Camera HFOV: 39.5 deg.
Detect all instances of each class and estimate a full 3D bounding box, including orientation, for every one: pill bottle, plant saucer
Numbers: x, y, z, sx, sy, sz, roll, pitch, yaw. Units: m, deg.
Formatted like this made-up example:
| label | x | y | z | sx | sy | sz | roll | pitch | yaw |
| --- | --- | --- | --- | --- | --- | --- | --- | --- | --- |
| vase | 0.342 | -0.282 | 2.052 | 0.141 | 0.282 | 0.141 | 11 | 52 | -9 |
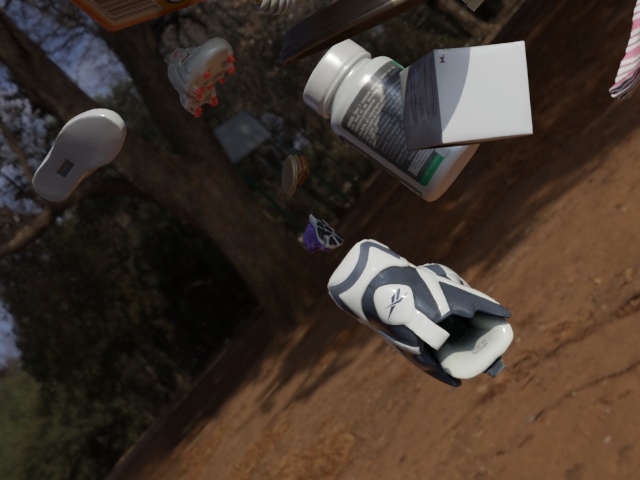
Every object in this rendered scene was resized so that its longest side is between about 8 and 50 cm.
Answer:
| label | x | y | z | sx | sy | sz | roll | pitch | yaw |
| --- | --- | --- | --- | --- | --- | --- | --- | --- | --- |
| pill bottle | 0.153 | -0.263 | 1.912 | 0.204 | 0.361 | 0.204 | -50 | -11 | -13 |
| plant saucer | 0.064 | -0.309 | 1.195 | 0.278 | 0.041 | 0.278 | -25 | 8 | 4 |

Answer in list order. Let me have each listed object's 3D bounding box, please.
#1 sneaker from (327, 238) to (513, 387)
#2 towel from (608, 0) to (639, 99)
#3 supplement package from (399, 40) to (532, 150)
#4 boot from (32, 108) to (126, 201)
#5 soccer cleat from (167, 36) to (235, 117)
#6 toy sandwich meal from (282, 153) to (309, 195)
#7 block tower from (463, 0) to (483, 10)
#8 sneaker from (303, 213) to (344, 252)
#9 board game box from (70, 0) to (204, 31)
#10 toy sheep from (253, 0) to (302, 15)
| label | x | y | z | sx | sy | sz | roll | pitch | yaw |
| --- | --- | --- | --- | --- | --- | --- | --- | --- | --- |
| sneaker | 0.124 | 0.085 | 0.838 | 0.094 | 0.153 | 0.235 | -52 | -35 | 2 |
| towel | 0.420 | -0.290 | 1.125 | 0.144 | 0.029 | 0.197 | 99 | -170 | -70 |
| supplement package | 0.213 | -0.212 | 1.351 | 0.139 | 0.133 | 0.244 | -7 | 4 | -5 |
| boot | -0.391 | -0.171 | 1.494 | 0.258 | 0.095 | 0.123 | -31 | 28 | 40 |
| soccer cleat | -0.154 | -0.209 | 1.086 | 0.068 | 0.076 | 0.196 | -36 | 1 | -17 |
| toy sandwich meal | -0.047 | -0.123 | 1.657 | 0.029 | 0.085 | 0.085 | 0 | -26 | -20 |
| block tower | 0.175 | -0.514 | 1.422 | 0.091 | 0.335 | 0.097 | -51 | 2 | -30 |
| sneaker | 0.000 | 0.000 | 1.844 | 0.071 | 0.068 | 0.170 | -61 | 13 | 7 |
| board game box | -0.169 | -0.487 | 0.901 | 0.356 | 0.356 | 0.356 | -14 | -14 | 14 |
| toy sheep | -0.092 | -0.520 | 1.887 | 0.132 | 0.091 | 0.091 | 1 | -32 | -27 |
